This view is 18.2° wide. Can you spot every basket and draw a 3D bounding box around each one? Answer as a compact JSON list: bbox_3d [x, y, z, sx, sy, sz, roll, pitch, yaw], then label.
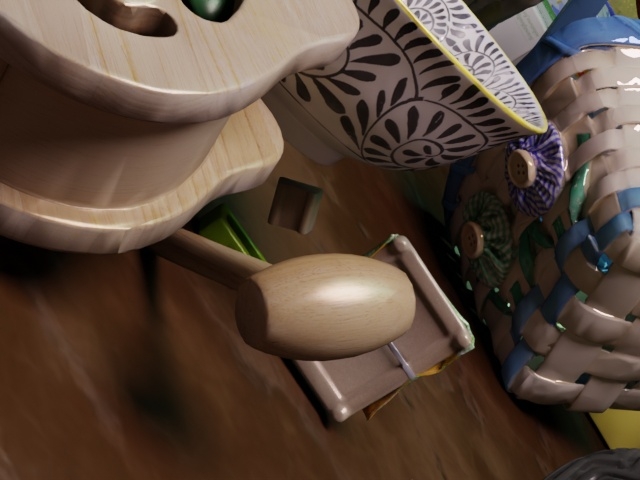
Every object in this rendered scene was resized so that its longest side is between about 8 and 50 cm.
[{"bbox_3d":[0.187,-0.061,1.200,0.201,0.255,0.289,12,50,-13],"label":"basket"}]

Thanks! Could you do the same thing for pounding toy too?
[{"bbox_3d":[-0.092,-0.054,0.719,0.154,0.155,0.269,-6,51,-41],"label":"pounding toy"}]

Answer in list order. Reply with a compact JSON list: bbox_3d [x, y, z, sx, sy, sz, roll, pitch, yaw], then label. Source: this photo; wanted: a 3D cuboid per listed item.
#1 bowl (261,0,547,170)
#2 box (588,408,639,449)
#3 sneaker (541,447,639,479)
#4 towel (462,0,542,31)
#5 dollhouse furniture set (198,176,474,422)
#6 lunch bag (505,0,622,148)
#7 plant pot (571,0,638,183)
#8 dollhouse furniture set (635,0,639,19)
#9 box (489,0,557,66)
[{"bbox_3d":[0.008,-0.084,0.814,0.170,0.080,0.170,46,14,-15],"label":"bowl"},{"bbox_3d":[0.243,0.155,1.344,0.232,0.058,0.087,60,17,5],"label":"box"},{"bbox_3d":[0.169,0.267,0.836,0.147,0.145,0.385,71,1,-56],"label":"sneaker"},{"bbox_3d":[0.015,-0.288,1.257,0.374,0.090,0.320,58,-11,-1],"label":"towel"},{"bbox_3d":[0.000,0.000,0.878,0.152,0.076,0.058,56,14,-6],"label":"dollhouse furniture set"},{"bbox_3d":[0.175,-0.131,1.543,0.151,0.129,0.096,60,21,3],"label":"lunch bag"},{"bbox_3d":[0.305,-0.066,1.641,0.276,0.276,0.254,31,43,-58],"label":"plant pot"},{"bbox_3d":[0.290,-0.057,1.346,0.262,0.135,0.259,-147,-133,-66],"label":"dollhouse furniture set"},{"bbox_3d":[0.116,-0.157,1.468,0.101,0.102,0.087,63,19,14],"label":"box"}]
